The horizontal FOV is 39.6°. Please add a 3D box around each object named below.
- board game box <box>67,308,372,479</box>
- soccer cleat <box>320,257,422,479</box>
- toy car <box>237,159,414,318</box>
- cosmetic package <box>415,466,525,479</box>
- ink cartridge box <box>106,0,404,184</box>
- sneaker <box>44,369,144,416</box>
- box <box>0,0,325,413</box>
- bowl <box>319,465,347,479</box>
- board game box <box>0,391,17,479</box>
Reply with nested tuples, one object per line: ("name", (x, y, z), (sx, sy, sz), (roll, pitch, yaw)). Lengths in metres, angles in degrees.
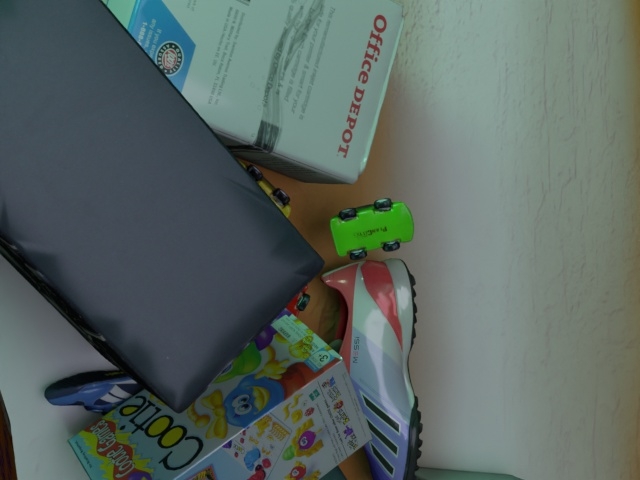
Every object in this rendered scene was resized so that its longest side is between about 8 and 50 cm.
("board game box", (-0.105, 0.218, 0.970), (0.275, 0.142, 0.144), (-33, 129, -18))
("soccer cleat", (0.063, 0.183, 1.145), (0.116, 0.108, 0.318), (-4, 97, -11))
("toy car", (0.000, 0.000, 1.066), (0.225, 0.053, 0.239), (-13, 102, 3))
("cosmetic package", (0.205, 0.438, 1.214), (0.224, 0.138, 0.224), (14, 88, -31))
("ink cartridge box", (-0.082, -0.213, 1.003), (0.307, 0.129, 0.223), (19, 83, -30))
("sneaker", (-0.232, 0.176, 0.985), (0.144, 0.053, 0.059), (0, 95, -30))
("box", (-0.218, -0.047, 0.803), (0.179, 0.312, 0.343), (-46, 107, -17))
("bowl", (-0.047, 0.398, 1.048), (0.311, 0.163, 0.311), (-3, 96, -30))
("board game box", (-0.361, 0.036, 0.395), (0.356, 0.356, 0.356), (-18, 102, -19))
